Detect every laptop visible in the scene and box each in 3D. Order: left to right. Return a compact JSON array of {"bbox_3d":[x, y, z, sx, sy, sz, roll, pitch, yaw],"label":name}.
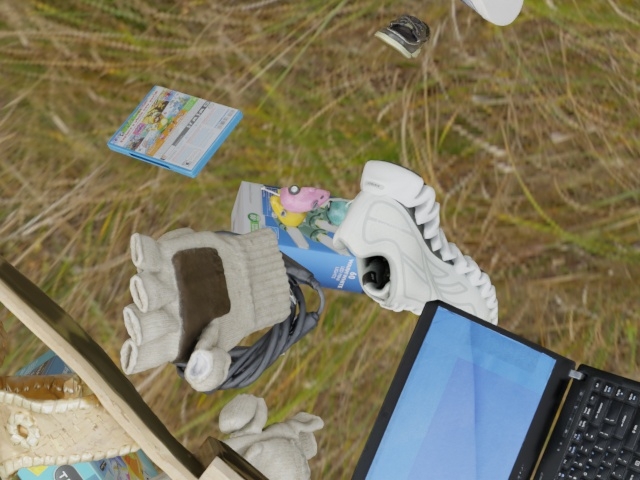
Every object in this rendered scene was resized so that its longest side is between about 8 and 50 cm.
[{"bbox_3d":[0.183,0.204,1.196,0.136,0.264,0.234,30,81,-44],"label":"laptop"}]

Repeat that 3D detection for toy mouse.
[{"bbox_3d":[-0.003,-0.040,1.745,0.143,0.161,0.031,-2,74,31],"label":"toy mouse"}]

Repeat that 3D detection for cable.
[{"bbox_3d":[-0.089,0.063,1.281,0.150,0.184,0.047,-52,141,-7],"label":"cable"}]

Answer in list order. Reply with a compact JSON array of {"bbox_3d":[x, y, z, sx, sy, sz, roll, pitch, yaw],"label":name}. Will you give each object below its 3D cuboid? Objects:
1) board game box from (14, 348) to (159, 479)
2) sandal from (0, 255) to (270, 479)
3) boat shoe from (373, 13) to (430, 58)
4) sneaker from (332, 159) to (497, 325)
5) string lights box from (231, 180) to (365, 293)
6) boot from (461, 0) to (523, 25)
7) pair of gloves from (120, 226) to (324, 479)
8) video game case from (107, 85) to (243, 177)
[{"bbox_3d":[-0.257,0.303,1.663,0.079,0.254,0.336,-34,100,2],"label":"board game box"},{"bbox_3d":[-0.118,0.093,0.666,0.240,0.088,0.079,40,88,-2],"label":"sandal"},{"bbox_3d":[0.106,-0.261,1.730,0.056,0.152,0.049,36,103,3],"label":"boat shoe"},{"bbox_3d":[0.104,0.039,1.551,0.118,0.110,0.292,-56,133,-20],"label":"sneaker"},{"bbox_3d":[0.000,0.000,2.070,0.260,0.133,0.076,9,132,-14],"label":"string lights box"},{"bbox_3d":[0.177,-0.330,1.687,0.086,0.190,0.069,35,93,37],"label":"boot"},{"bbox_3d":[-0.061,0.107,0.955,0.042,0.204,0.240,-11,85,31],"label":"pair of gloves"},{"bbox_3d":[-0.203,-0.154,1.919,0.166,0.119,0.015,20,153,35],"label":"video game case"}]
